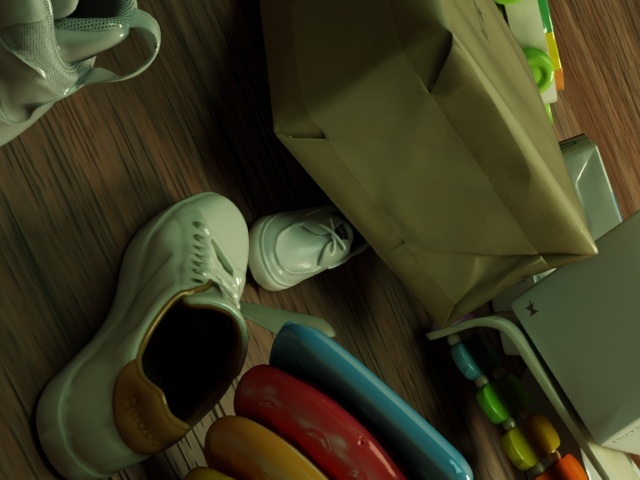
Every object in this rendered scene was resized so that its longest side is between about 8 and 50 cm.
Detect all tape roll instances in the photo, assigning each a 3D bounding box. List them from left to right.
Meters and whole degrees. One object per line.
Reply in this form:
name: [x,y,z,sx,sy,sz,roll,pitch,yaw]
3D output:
tape roll: [0.308,0.239,1.587,0.219,0.072,0.219,35,46,-48]

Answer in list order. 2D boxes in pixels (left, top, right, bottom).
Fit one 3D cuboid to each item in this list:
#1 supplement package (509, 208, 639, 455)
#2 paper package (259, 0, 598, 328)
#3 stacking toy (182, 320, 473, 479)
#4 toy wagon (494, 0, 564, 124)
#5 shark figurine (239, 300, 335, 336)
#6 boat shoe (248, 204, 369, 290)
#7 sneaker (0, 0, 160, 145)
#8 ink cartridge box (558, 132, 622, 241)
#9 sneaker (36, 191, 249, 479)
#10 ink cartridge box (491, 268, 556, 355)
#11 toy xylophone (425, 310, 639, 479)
supplement package: [0.355,0.108,1.415,0.293,0.177,0.175,22,34,-58]
paper package: [0.091,-0.141,1.257,0.309,0.168,0.325,48,21,-37]
stacking toy: [-0.059,0.212,0.866,0.166,0.175,0.302,40,69,14]
toy wagon: [0.246,-0.272,1.685,0.267,0.068,0.344,-88,161,-60]
shark figurine: [-0.025,0.180,1.033,0.166,0.116,0.278,172,-91,-86]
boat shoe: [0.000,0.000,1.198,0.184,0.063,0.066,-10,83,-61]
sneaker: [-0.242,-0.207,0.748,0.366,0.210,0.137,59,32,-23]
ink cartridge box: [0.326,-0.058,1.735,0.231,0.078,0.134,-48,119,-79]
sneaker: [-0.084,0.055,0.969,0.106,0.123,0.290,56,32,-24]
ink cartridge box: [0.238,0.040,1.588,0.104,0.060,0.180,8,67,-59]
toy xylophone: [0.242,0.197,1.392,0.322,0.081,0.236,61,19,18]
